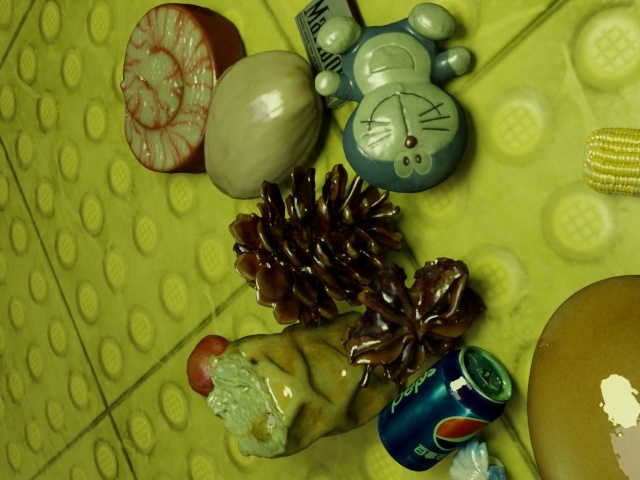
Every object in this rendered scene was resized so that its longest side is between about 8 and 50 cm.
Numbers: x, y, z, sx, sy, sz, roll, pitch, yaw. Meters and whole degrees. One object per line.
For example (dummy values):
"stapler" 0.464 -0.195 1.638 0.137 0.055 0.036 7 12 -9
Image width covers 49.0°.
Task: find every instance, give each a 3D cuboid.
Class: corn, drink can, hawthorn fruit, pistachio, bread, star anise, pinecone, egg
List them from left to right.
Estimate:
"bread" -0.266 -0.292 1.372 0.295 0.114 0.327 11 101 40
"hawthorn fruit" -0.206 0.249 1.387 0.128 0.128 0.128 6 99 40
"pistachio" -0.106 -0.194 1.198 0.197 0.166 0.288 33 124 -13
"bread" -0.031 0.231 1.150 0.238 0.252 0.196 -19 87 46
"pinecone" 0.004 -0.005 1.091 0.264 0.264 0.264 6 99 40
"star anise" 0.128 0.107 1.029 0.220 0.190 0.126 -25 51 -3
"drink can" 0.182 0.250 1.046 0.118 0.118 0.205 54 125 23
"corn" 0.404 -0.095 0.851 0.165 0.063 0.085 6 75 38
"egg" 0.373 0.208 0.764 0.282 0.282 0.351 -31 74 39

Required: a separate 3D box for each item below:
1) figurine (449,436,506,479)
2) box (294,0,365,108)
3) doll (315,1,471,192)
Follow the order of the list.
"figurine" 0.232 0.348 1.052 0.114 0.079 0.114 59 164 29
"box" 0.028 -0.324 1.165 0.115 0.036 0.177 -28 77 40
"doll" 0.112 -0.197 1.021 0.228 0.154 0.258 -9 75 2
